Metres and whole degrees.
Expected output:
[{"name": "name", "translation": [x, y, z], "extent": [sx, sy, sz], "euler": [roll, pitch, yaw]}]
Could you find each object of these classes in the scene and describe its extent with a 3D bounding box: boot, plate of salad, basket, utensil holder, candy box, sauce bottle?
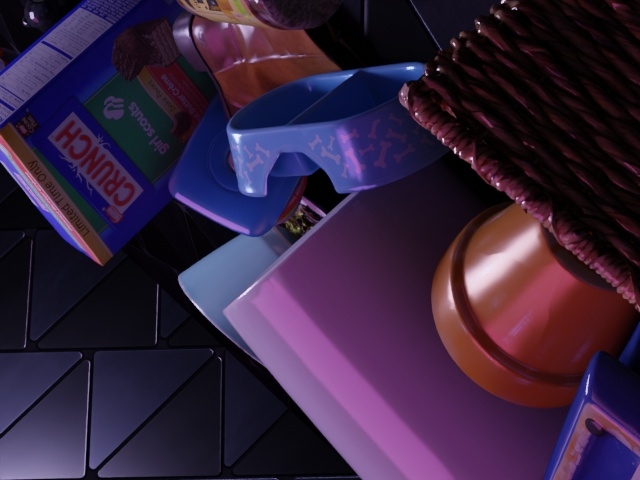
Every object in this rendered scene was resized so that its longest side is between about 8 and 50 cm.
[{"name": "boot", "translation": [-0.018, -0.192, 1.683], "extent": [0.280, 0.096, 0.264], "euler": [4, 135, 53]}, {"name": "plate of salad", "translation": [0.000, 0.000, 2.163], "extent": [0.200, 0.048, 0.200], "euler": [43, 165, 14]}, {"name": "basket", "translation": [0.224, -0.045, 1.040], "extent": [0.299, 0.223, 0.213], "euler": [41, 165, 15]}, {"name": "utensil holder", "translation": [0.126, 0.123, 1.592], "extent": [0.385, 0.327, 0.327], "euler": [48, 166, -2]}, {"name": "candy box", "translation": [-0.278, -0.174, 1.924], "extent": [0.122, 0.317, 0.268], "euler": [31, 160, 47]}, {"name": "sauce bottle", "translation": [-0.097, -0.286, 1.519], "extent": [0.111, 0.111, 0.344], "euler": [53, 163, -26]}]

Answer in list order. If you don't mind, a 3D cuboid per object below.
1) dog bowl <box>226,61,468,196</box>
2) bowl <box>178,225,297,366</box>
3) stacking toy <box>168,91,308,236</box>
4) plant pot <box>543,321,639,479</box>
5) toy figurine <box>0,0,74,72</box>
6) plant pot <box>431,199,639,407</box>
[{"name": "dog bowl", "translation": [0.017, -0.120, 1.491], "extent": [0.297, 0.166, 0.074], "euler": [-1, 121, 48]}, {"name": "bowl", "translation": [-0.053, 0.091, 2.232], "extent": [0.311, 0.163, 0.311], "euler": [38, -175, -4]}, {"name": "stacking toy", "translation": [-0.085, -0.077, 1.997], "extent": [0.166, 0.175, 0.302], "euler": [27, 173, 11]}, {"name": "plant pot", "translation": [0.338, 0.174, 1.225], "extent": [0.236, 0.212, 0.236], "euler": [40, 147, 24]}, {"name": "toy figurine", "translation": [-0.445, -0.276, 2.333], "extent": [0.209, 0.213, 0.148], "euler": [45, 180, 5]}, {"name": "plant pot", "translation": [0.230, 0.029, 1.331], "extent": [0.205, 0.205, 0.188], "euler": [44, 150, 9]}]
